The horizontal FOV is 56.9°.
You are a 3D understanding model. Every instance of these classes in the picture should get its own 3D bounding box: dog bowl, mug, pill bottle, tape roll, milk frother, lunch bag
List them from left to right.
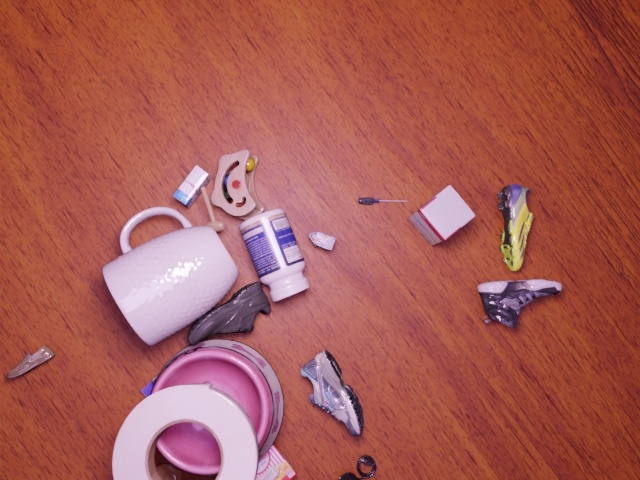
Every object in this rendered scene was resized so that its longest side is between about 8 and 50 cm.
[{"bbox_3d":[-0.448,0.070,1.757,0.328,0.276,0.374,-31,77,-10],"label":"mug"},{"bbox_3d":[-0.359,0.583,1.591,0.393,0.072,0.391,0,80,0],"label":"tape roll"},{"bbox_3d":[-0.314,0.491,1.719,0.409,0.150,0.407,0,80,0],"label":"dog bowl"},{"bbox_3d":[-0.138,0.047,1.837,0.153,0.153,0.264,-21,87,-6],"label":"pill bottle"},{"bbox_3d":[0.000,0.000,1.895,0.083,0.071,0.053,22,87,-5],"label":"lunch bag"},{"bbox_3d":[0.140,0.748,1.808,0.129,0.135,0.143,16,86,-34],"label":"milk frother"}]

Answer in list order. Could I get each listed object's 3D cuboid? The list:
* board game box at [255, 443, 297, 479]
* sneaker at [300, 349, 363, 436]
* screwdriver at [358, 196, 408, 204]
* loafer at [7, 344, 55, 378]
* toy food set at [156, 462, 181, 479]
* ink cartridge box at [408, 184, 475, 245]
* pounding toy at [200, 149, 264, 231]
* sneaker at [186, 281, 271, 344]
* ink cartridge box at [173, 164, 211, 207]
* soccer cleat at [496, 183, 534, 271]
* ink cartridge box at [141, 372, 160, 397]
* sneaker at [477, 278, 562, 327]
[{"bbox_3d":[-0.189,0.691,1.829,0.147,0.045,0.193,-39,88,-7],"label":"board game box"},{"bbox_3d":[0.038,0.491,1.854,0.122,0.110,0.282,-29,85,11],"label":"sneaker"},{"bbox_3d":[0.208,-0.134,1.950,0.170,0.024,0.025,-4,114,-7],"label":"screwdriver"},{"bbox_3d":[-0.884,0.369,1.797,0.148,0.056,0.050,-29,87,-17],"label":"loafer"},{"bbox_3d":[-0.477,0.726,1.815,0.083,0.020,0.083,42,83,0],"label":"toy food set"},{"bbox_3d":[0.382,-0.075,1.882,0.128,0.176,0.127,-39,87,-8],"label":"ink cartridge box"},{"bbox_3d":[-0.264,-0.152,1.824,0.154,0.155,0.269,8,84,19],"label":"pounding toy"},{"bbox_3d":[-0.273,0.244,1.814,0.286,0.109,0.130,-33,96,-21],"label":"sneaker"},{"bbox_3d":[-0.404,-0.168,1.865,0.052,0.088,0.122,34,83,-1],"label":"ink cartridge box"},{"bbox_3d":[0.655,-0.043,1.946,0.121,0.093,0.288,-1,86,-12],"label":"soccer cleat"},{"bbox_3d":[-0.416,0.474,1.831,0.208,0.045,0.206,-42,89,-5],"label":"ink cartridge box"},{"bbox_3d":[0.649,0.205,1.921,0.269,0.101,0.152,-3,86,1],"label":"sneaker"}]
